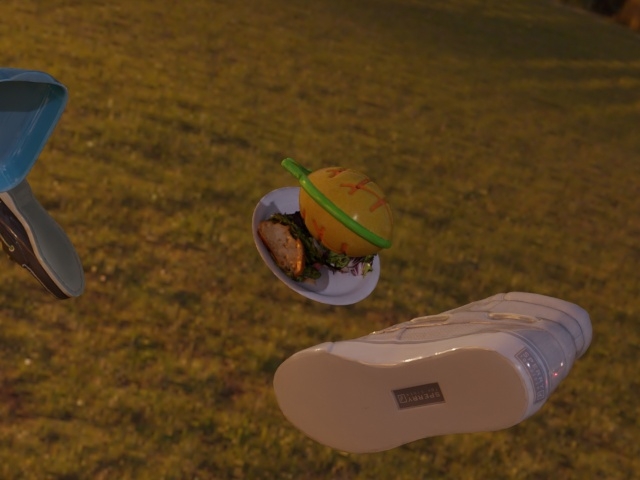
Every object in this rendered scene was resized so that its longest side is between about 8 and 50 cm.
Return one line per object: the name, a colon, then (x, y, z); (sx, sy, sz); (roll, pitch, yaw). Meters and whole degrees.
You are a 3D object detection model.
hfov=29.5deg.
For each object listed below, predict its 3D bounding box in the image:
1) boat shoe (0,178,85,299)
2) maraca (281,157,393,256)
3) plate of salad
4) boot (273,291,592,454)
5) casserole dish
boat shoe: (-0.414, -0.009, 1.704); (0.227, 0.069, 0.081); (58, 23, -4)
maraca: (0.020, -0.046, 1.500); (0.127, 0.099, 0.185); (31, 11, -48)
plate of salad: (0.000, 0.000, 1.673); (0.200, 0.048, 0.199); (19, 45, -20)
boot: (0.090, 0.102, 0.969); (0.258, 0.095, 0.123); (-8, 13, 41)
casserole dish: (-0.343, -0.118, 1.287); (0.114, 0.188, 0.037); (-2, 49, -46)
